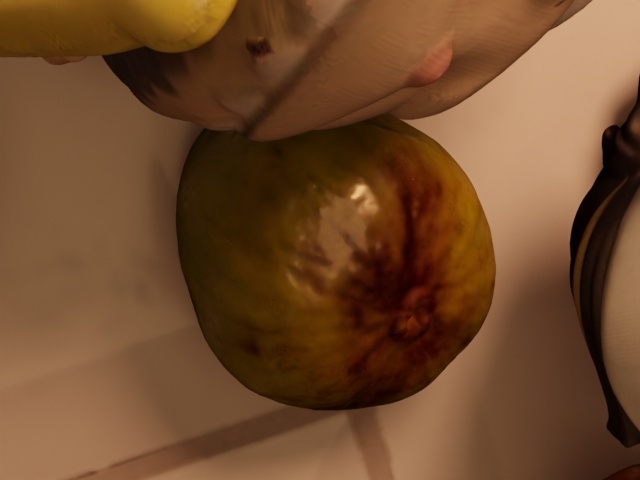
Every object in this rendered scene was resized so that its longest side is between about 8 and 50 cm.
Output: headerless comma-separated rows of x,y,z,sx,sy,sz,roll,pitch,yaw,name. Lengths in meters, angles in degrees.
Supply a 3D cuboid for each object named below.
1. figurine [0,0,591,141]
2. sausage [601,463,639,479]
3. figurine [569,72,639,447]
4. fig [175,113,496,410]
-0.008,-0.165,0.720,0.378,0.361,0.266,14,100,-48,figurine
0.159,0.237,0.847,0.133,0.133,0.258,1,94,-13,sausage
0.247,0.065,0.756,0.370,0.167,0.281,44,82,-16,figurine
0.005,0.005,0.777,0.136,0.121,0.153,-32,104,-11,fig
